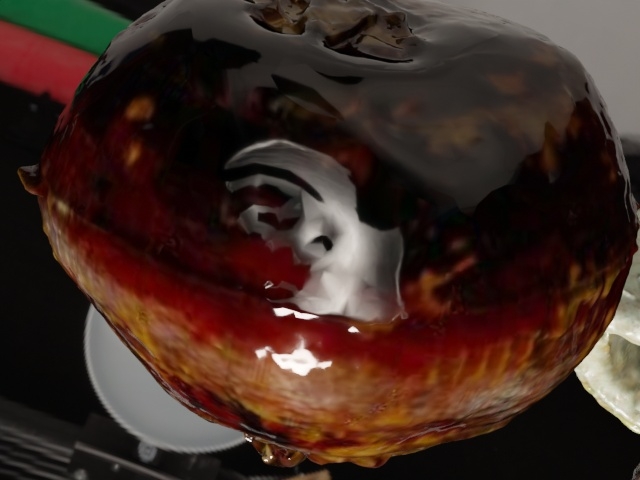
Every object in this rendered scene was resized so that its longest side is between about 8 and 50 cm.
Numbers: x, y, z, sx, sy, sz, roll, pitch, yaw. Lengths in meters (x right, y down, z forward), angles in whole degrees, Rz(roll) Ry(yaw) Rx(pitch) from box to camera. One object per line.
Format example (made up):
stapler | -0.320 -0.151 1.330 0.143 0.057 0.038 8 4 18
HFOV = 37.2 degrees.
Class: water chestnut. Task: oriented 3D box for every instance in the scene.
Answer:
water chestnut | 0.000 0.000 0.573 0.350 0.302 0.350 8 -155 -4

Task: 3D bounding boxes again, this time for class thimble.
thimble | 0.291 0.069 0.800 0.190 0.137 0.143 43 -122 -14

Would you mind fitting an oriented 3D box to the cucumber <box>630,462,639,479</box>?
cucumber | 0.211 0.123 0.516 0.064 0.112 0.064 21 -159 -8
